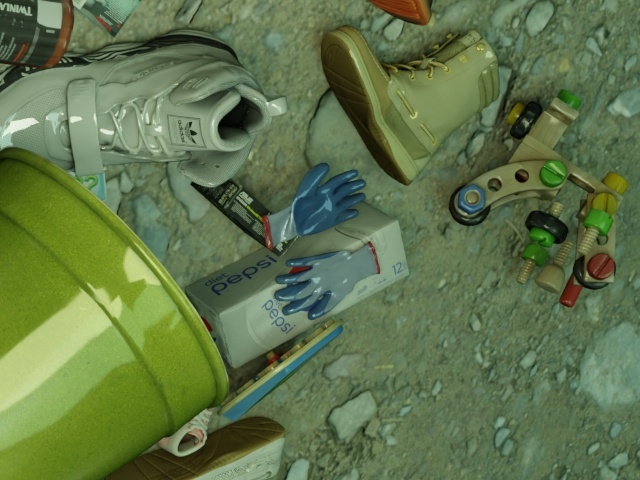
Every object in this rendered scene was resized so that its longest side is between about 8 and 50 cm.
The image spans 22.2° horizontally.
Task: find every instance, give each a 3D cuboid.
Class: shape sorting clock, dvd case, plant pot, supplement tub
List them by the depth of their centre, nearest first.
[{"bbox_3d":[-0.350,0.151,1.725,0.353,0.366,0.366,-42,128,-22],"label":"plant pot"},{"bbox_3d":[-0.376,-0.248,1.780,0.198,0.106,0.106,4,108,-36],"label":"supplement tub"},{"bbox_3d":[-0.239,-0.308,1.907,0.087,0.013,0.119,36,87,-39],"label":"dvd case"},{"bbox_3d":[-0.055,0.164,2.144,0.206,0.206,0.040,-39,85,-14],"label":"shape sorting clock"}]

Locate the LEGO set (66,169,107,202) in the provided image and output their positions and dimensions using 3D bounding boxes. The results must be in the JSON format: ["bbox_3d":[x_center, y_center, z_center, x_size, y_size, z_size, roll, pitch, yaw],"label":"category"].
[{"bbox_3d":[-0.354,0.020,1.948,0.244,0.060,0.182,-14,114,-29],"label":"LEGO set"}]

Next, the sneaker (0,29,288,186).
[{"bbox_3d":[-0.220,-0.138,1.868,0.366,0.210,0.137,-20,120,-26],"label":"sneaker"}]

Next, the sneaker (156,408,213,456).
[{"bbox_3d":[-0.160,0.232,2.165,0.134,0.070,0.051,-47,127,-10],"label":"sneaker"}]

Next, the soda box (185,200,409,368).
[{"bbox_3d":[-0.027,0.054,2.159,0.286,0.098,0.091,-27,123,-22],"label":"soda box"}]

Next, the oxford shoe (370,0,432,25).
[{"bbox_3d":[0.080,-0.408,1.999,0.132,0.130,0.363,-55,145,-19],"label":"oxford shoe"}]

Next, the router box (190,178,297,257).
[{"bbox_3d":[-0.097,-0.038,2.073,0.038,0.092,0.122,-52,129,-5],"label":"router box"}]

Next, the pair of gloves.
[{"bbox_3d":[0.000,0.000,2.083,0.159,0.023,0.198,-26,118,-25],"label":"pair of gloves"}]

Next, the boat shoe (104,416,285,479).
[{"bbox_3d":[-0.164,0.326,2.185,0.277,0.098,0.096,-16,118,-30],"label":"boat shoe"}]

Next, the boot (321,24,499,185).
[{"bbox_3d":[0.125,-0.223,2.141,0.203,0.095,0.262,-41,129,-12],"label":"boot"}]

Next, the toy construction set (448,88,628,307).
[{"bbox_3d":[0.350,-0.067,2.310,0.237,0.257,0.309,-62,151,-12],"label":"toy construction set"}]
